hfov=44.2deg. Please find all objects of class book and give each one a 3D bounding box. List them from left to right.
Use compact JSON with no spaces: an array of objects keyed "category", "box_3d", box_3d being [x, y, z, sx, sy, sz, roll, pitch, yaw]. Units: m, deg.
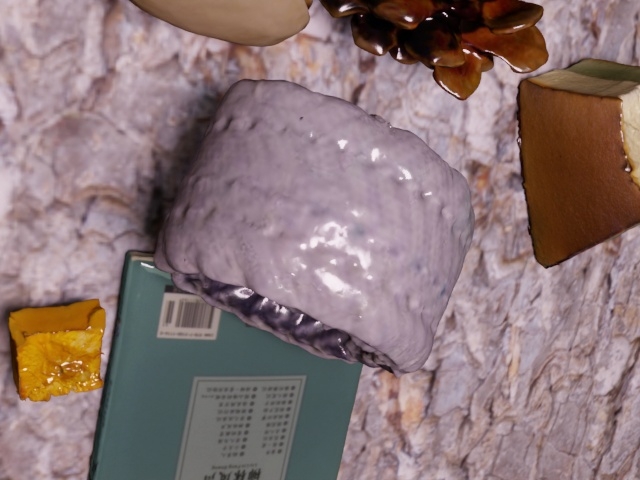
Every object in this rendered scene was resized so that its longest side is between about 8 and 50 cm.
[{"category":"book","box_3d":[-0.089,0.203,0.765,0.264,0.031,0.380,7,103,-29]}]

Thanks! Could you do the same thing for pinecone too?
[{"category":"pinecone","box_3d":[0.105,-0.237,0.626,0.228,0.203,0.201,-7,141,-25]}]

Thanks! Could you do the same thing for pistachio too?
[{"category":"pistachio","box_3d":[-0.083,-0.209,0.582,0.185,0.126,0.108,25,70,-44]}]

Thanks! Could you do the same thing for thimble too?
[{"category":"thimble","box_3d":[0.000,0.000,0.626,0.245,0.217,0.157,33,74,-40]}]

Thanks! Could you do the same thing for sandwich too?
[{"category":"sandwich","box_3d":[0.299,-0.058,0.794,0.108,0.186,0.220,-20,115,-18]}]

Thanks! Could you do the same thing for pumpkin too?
[{"category":"pumpkin","box_3d":[-0.217,0.087,0.647,0.074,0.054,0.083,-4,129,-23]}]
